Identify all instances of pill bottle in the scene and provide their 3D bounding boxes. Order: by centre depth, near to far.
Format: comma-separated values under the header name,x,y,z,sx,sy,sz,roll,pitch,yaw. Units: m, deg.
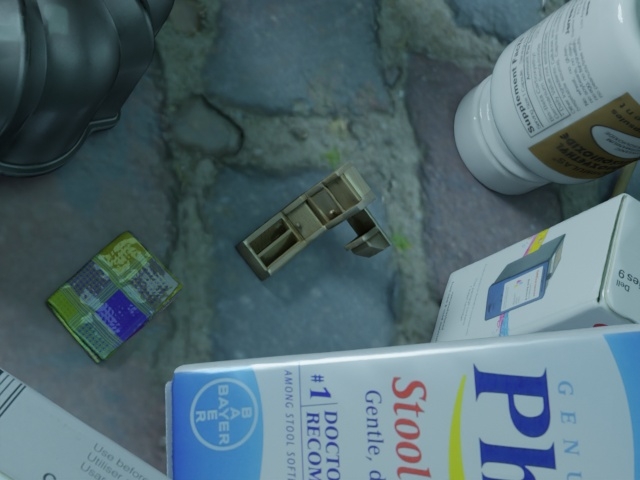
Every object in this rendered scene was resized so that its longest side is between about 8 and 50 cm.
name,x,y,z,sx,sy,sz,roll,pitch,yaw
pill bottle,0.206,-0.116,0.900,0.131,0.229,0.131,8,71,-25

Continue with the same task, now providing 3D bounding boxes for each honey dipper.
name,x,y,z,sx,sy,sz,roll,pitch,yaw
honey dipper,0.267,-0.052,1.029,0.030,0.030,0.161,36,64,-13

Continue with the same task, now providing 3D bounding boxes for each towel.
name,x,y,z,sx,sy,sz,roll,pitch,yaw
towel,-0.141,0.037,0.802,0.083,0.009,0.060,-43,97,-31

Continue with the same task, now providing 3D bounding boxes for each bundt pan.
name,x,y,z,sx,sy,sz,roll,pitch,yaw
bundt pan,-0.229,-0.206,0.732,0.330,0.124,0.331,15,63,-32

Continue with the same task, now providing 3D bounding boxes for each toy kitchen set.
name,x,y,z,sx,sy,sz,roll,pitch,yaw
toy kitchen set,0.000,0.000,0.842,0.075,0.083,0.068,-39,94,-31

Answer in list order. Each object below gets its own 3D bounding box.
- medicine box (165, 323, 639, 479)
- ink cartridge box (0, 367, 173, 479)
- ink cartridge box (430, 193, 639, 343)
name,x,y,z,sx,sy,sz,roll,pitch,yaw
medicine box,0.069,0.201,0.697,0.289,0.149,0.264,-7,74,15
ink cartridge box,-0.173,0.215,0.565,0.324,0.330,0.071,34,31,-5
ink cartridge box,0.201,0.067,0.851,0.154,0.212,0.093,27,64,-17
